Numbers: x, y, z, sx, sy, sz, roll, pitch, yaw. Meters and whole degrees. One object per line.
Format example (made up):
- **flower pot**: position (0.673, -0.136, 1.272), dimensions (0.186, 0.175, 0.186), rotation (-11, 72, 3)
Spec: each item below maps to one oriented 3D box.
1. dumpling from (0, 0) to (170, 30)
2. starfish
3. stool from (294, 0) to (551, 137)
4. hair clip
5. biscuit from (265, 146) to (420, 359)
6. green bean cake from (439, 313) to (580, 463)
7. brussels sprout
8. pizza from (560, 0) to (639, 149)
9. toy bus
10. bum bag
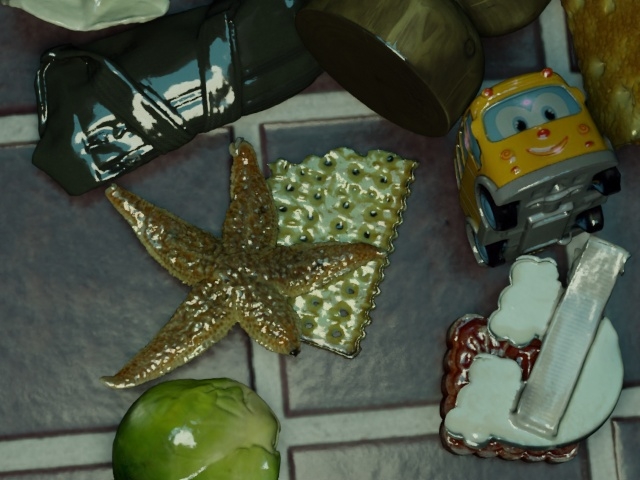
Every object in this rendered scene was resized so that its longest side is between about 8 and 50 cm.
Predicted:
- **dumpling**: position (-0.233, -0.261, 1.685), dimensions (0.151, 0.124, 0.229), rotation (-19, 45, -10)
- **starfish**: position (-0.098, 0.024, 1.672), dimensions (0.295, 0.048, 0.231), rotation (-30, 77, -15)
- **stool**: position (0.125, -0.251, 1.673), dimensions (0.179, 0.179, 0.264), rotation (38, 76, 3)
- **hair clip**: position (0.214, 0.102, 1.643), dimensions (0.140, 0.054, 0.220), rotation (24, 81, -4)
- **biscuit**: position (0.000, 0.000, 1.718), dimensions (0.144, 0.016, 0.203), rotation (16, 82, -1)
- **green bean cake**: position (0.181, 0.138, 1.688), dimensions (0.136, 0.056, 0.135), rotation (5, 80, -2)
- **brussels sprout**: position (-0.115, 0.192, 1.633), dimensions (0.155, 0.117, 0.155), rotation (2, 86, -24)
- **pizza**: position (0.306, -0.164, 1.695), dimensions (0.058, 0.197, 0.292), rotation (-10, 37, -29)
- **toy bus**: position (0.188, -0.069, 1.648), dimensions (0.126, 0.209, 0.136), rotation (-19, 73, -6)
- **bum bag**: position (-0.133, -0.162, 1.703), dimensions (0.326, 0.080, 0.142), rotation (-26, 87, -9)
